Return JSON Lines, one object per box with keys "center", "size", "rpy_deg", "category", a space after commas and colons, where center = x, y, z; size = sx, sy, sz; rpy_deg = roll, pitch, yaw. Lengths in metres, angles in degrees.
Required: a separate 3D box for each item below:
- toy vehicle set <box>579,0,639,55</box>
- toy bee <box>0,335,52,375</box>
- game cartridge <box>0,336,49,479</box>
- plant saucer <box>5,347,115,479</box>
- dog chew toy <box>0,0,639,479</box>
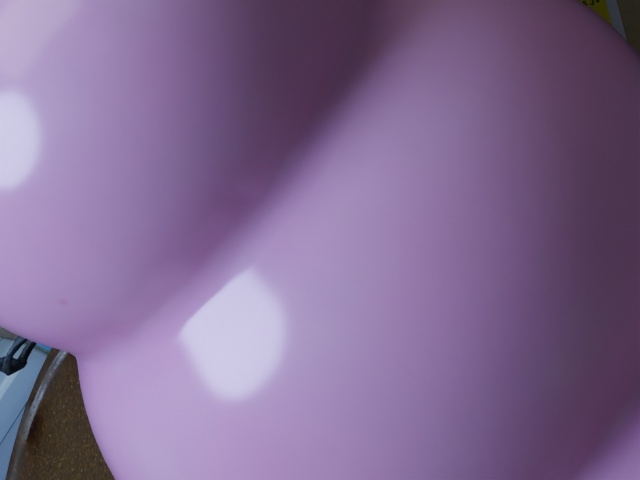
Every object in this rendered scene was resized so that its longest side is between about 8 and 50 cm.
{"center": [0.066, -0.046, 0.612], "size": [0.267, 0.166, 0.035], "rpy_deg": [-5, 44, 18], "category": "toy vehicle set"}
{"center": [-0.183, -0.022, 1.171], "size": [0.195, 0.162, 0.298], "rpy_deg": [-50, -4, -14], "category": "toy bee"}
{"center": [-0.287, 0.159, 1.402], "size": [0.198, 0.062, 0.297], "rpy_deg": [-55, 20, -15], "category": "game cartridge"}
{"center": [-0.074, 0.145, 0.768], "size": [0.310, 0.050, 0.310], "rpy_deg": [-26, 60, 58], "category": "plant saucer"}
{"center": [0.032, 0.020, 0.514], "size": [0.206, 0.332, 0.206], "rpy_deg": [-45, 22, 23], "category": "dog chew toy"}
